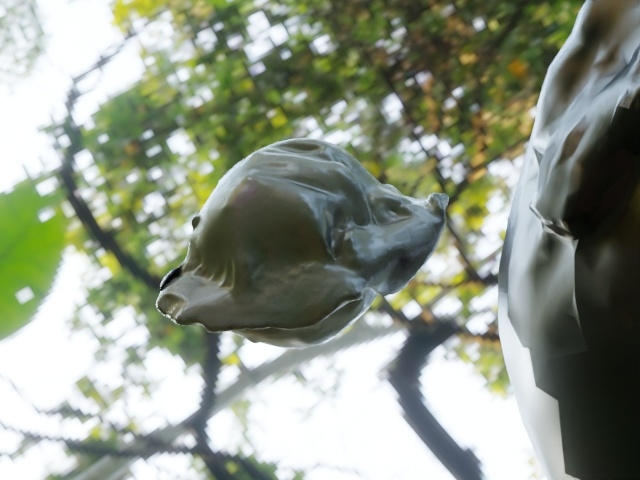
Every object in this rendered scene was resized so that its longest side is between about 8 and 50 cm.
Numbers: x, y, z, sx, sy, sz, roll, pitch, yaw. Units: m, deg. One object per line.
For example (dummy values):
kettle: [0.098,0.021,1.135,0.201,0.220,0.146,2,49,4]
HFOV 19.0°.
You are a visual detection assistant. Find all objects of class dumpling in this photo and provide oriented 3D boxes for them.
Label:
dumpling: [0.000,0.000,1.012,0.127,0.188,0.108,-10,-77,40]

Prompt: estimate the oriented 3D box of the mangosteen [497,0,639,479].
mangosteen: [0.264,0.043,0.742,0.421,0.381,0.381,53,-46,-4]
